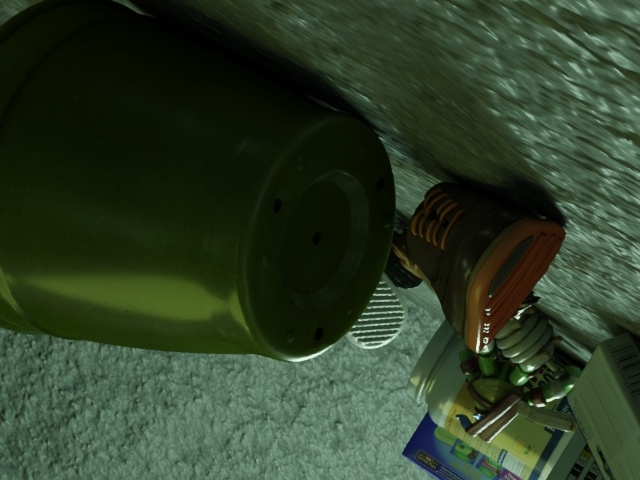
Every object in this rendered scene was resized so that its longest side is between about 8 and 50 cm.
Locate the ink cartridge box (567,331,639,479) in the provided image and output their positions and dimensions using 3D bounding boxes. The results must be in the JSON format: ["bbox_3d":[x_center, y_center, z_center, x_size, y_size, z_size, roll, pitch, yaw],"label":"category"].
[{"bbox_3d":[0.378,0.247,1.647,0.224,0.045,0.223,93,155,-68],"label":"ink cartridge box"}]

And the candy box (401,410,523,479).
[{"bbox_3d":[0.355,0.351,2.625,0.268,0.317,0.122,33,179,15],"label":"candy box"}]

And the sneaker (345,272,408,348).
[{"bbox_3d":[0.000,0.000,1.886,0.150,0.135,0.366,49,168,45],"label":"sneaker"}]

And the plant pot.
[{"bbox_3d":[-0.129,-0.040,1.356,0.353,0.366,0.366,15,168,35],"label":"plant pot"}]

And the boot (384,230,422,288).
[{"bbox_3d":[0.058,-0.024,2.089,0.246,0.083,0.161,32,-171,-1],"label":"boot"}]

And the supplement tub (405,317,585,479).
[{"bbox_3d":[0.335,0.277,2.461,0.316,0.228,0.228,31,177,14],"label":"supplement tub"}]

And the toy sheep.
[{"bbox_3d":[0.300,0.141,1.988,0.132,0.091,0.091,51,175,-5],"label":"toy sheep"}]

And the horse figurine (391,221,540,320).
[{"bbox_3d":[0.178,0.046,1.860,0.263,0.066,0.174,34,171,25],"label":"horse figurine"}]

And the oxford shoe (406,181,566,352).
[{"bbox_3d":[0.130,0.014,1.236,0.133,0.130,0.364,38,178,8],"label":"oxford shoe"}]

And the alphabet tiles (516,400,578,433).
[{"bbox_3d":[0.447,0.295,2.086,0.284,0.021,0.278,15,179,-5],"label":"alphabet tiles"}]

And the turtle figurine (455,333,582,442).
[{"bbox_3d":[0.321,0.178,2.236,0.198,0.274,0.266,56,167,27],"label":"turtle figurine"}]

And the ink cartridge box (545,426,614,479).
[{"bbox_3d":[0.460,0.342,1.766,0.130,0.272,0.309,34,176,-40],"label":"ink cartridge box"}]
